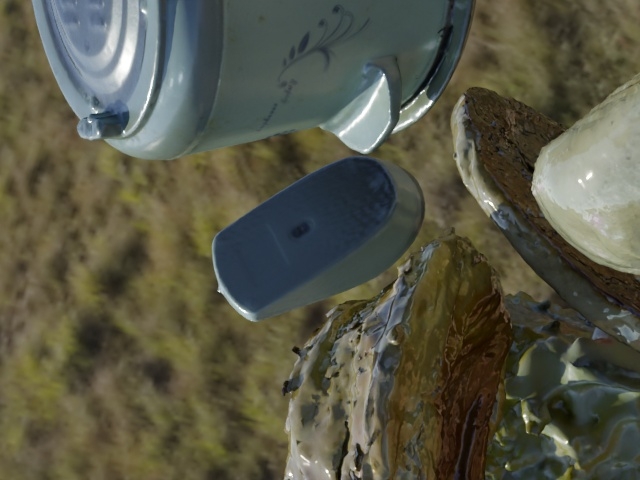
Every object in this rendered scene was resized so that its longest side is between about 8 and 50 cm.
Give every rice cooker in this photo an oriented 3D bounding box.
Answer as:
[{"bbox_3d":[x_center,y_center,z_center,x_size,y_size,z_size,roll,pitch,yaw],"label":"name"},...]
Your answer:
[{"bbox_3d":[-0.038,-0.192,0.896,0.264,0.316,0.317,127,149,-54],"label":"rice cooker"}]

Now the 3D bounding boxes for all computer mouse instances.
[{"bbox_3d":[0.000,0.000,1.347,0.230,0.079,0.128,-28,51,3],"label":"computer mouse"}]

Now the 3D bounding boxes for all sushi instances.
[{"bbox_3d":[0.286,0.197,1.372,0.351,0.396,0.240,-3,-71,-78],"label":"sushi"}]

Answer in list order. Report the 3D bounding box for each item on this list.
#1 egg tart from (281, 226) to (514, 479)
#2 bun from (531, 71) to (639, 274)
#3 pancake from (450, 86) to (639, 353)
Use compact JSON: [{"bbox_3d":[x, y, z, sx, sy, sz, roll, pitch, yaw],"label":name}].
[{"bbox_3d":[0.057,0.159,1.048,0.150,0.352,0.352,5,74,18],"label":"egg tart"},{"bbox_3d":[0.244,-0.056,0.810,0.133,0.231,0.231,55,135,6],"label":"bun"},{"bbox_3d":[0.257,-0.003,1.131,0.065,0.356,0.356,-58,31,24],"label":"pancake"}]
